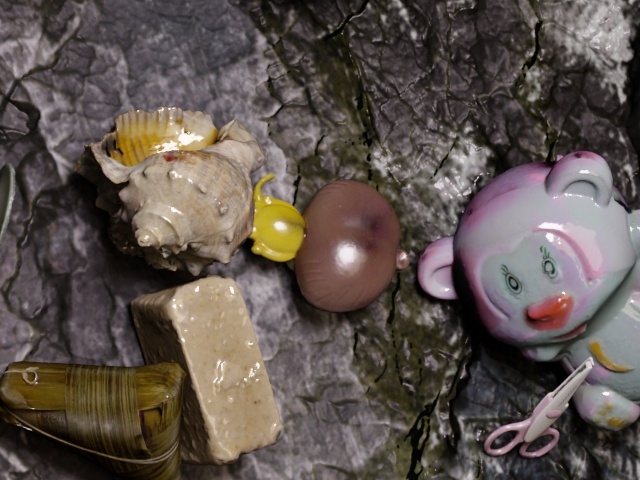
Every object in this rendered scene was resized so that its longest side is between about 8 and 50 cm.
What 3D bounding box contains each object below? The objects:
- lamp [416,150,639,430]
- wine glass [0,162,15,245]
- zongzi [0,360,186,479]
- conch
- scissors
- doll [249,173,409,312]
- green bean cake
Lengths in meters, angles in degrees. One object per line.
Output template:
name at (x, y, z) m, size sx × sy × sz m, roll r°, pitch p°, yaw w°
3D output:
lamp at (0.279, 0.031, 1.955) m, size 0.301 × 0.247 × 0.247 m, roll 39°, pitch 37°, yaw -25°
wine glass at (-0.403, -0.048, 1.655) m, size 0.231 × 0.103 × 0.103 m, roll 13°, pitch 77°, yaw -22°
zongzi at (-0.223, 0.191, 1.746) m, size 0.187 × 0.184 × 0.084 m, roll 5°, pitch 41°, yaw 4°
conch at (-0.137, -0.060, 1.770) m, size 0.178 × 0.163 × 0.245 m, roll 41°, pitch 39°, yaw -3°
scissors at (0.242, 0.180, 1.929) m, size 0.085 × 0.176 × 0.022 m, roll 9°, pitch 47°, yaw -25°
doll at (0.001, -0.008, 1.869) m, size 0.188 × 0.096 × 0.145 m, roll 34°, pitch 57°, yaw 0°
green bean cake at (-0.111, 0.127, 1.777) m, size 0.085 × 0.109 × 0.179 m, roll -18°, pitch 91°, yaw -28°
